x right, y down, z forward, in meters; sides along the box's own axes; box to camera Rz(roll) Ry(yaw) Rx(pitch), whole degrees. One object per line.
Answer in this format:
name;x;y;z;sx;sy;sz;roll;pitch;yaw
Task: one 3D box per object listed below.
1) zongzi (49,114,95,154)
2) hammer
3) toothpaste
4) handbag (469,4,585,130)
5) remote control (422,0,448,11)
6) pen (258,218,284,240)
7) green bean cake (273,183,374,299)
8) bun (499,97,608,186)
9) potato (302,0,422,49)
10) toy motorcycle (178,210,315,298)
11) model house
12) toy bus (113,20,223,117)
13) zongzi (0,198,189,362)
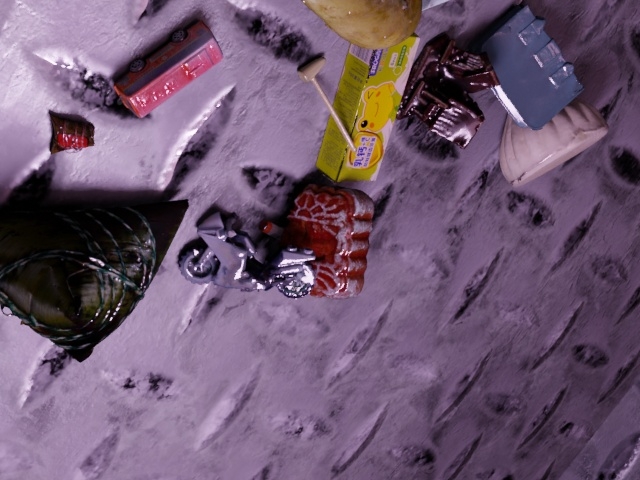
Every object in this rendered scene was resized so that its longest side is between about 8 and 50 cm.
zongzi;-0.423;-0.168;1.685;0.083;0.067;0.073;18;121;-26
hammer;0.028;-0.257;1.936;0.060;0.028;0.195;-37;111;-15
toothpaste;0.091;-0.271;1.996;0.110;0.077;0.327;-7;125;-38
handbag;0.442;-0.368;2.149;0.179;0.062;0.229;-42;107;-6
remote control;0.237;-0.513;1.950;0.247;0.052;0.104;-25;132;-22
pen;-0.045;0.007;2.132;0.239;0.028;0.028;28;101;-47
green bean cake;0.000;0.000;2.049;0.097;0.199;0.232;1;101;-59
bun;0.505;-0.252;2.299;0.263;0.175;0.263;-28;173;-4
potato;0.064;-0.457;1.756;0.307;0.173;0.210;43;75;-43
toy motorcycle;-0.139;0.027;1.973;0.270;0.106;0.159;7;110;-3
model house;0.270;-0.302;2.057;0.141;0.164;0.203;8;113;-48
toy bus;-0.252;-0.288;1.703;0.192;0.077;0.065;-38;140;-9
zongzi;-0.382;0.025;1.751;0.362;0.319;0.383;-52;156;-9
